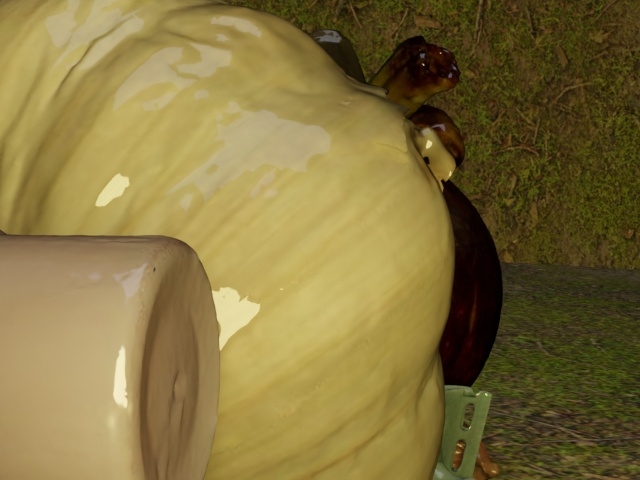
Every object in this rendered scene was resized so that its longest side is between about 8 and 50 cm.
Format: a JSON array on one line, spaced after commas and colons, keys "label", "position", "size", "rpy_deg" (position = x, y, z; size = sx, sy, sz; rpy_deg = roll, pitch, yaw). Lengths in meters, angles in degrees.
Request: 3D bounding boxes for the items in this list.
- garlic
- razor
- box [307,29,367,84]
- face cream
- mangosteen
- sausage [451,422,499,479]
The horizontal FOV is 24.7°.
[{"label": "garlic", "position": [-0.081, 0.044, 0.639], "size": [0.241, 0.321, 0.322], "rpy_deg": [-8, 10, -32]}, {"label": "razor", "position": [0.135, 0.162, 0.754], "size": [0.232, 0.106, 0.068], "rpy_deg": [20, 14, 40]}, {"label": "box", "position": [-0.088, 0.009, 0.841], "size": [0.273, 0.184, 0.143], "rpy_deg": [-12, 28, 14]}, {"label": "face cream", "position": [-0.173, 0.040, 0.461], "size": [0.274, 0.096, 0.154], "rpy_deg": [2, -4, 12]}, {"label": "mangosteen", "position": [-0.008, 0.017, 1.099], "size": [0.297, 0.293, 0.297], "rpy_deg": [-13, 19, 5]}, {"label": "sausage", "position": [-0.087, 0.123, 0.950], "size": [0.433, 0.087, 0.088], "rpy_deg": [5, 4, 25]}]
